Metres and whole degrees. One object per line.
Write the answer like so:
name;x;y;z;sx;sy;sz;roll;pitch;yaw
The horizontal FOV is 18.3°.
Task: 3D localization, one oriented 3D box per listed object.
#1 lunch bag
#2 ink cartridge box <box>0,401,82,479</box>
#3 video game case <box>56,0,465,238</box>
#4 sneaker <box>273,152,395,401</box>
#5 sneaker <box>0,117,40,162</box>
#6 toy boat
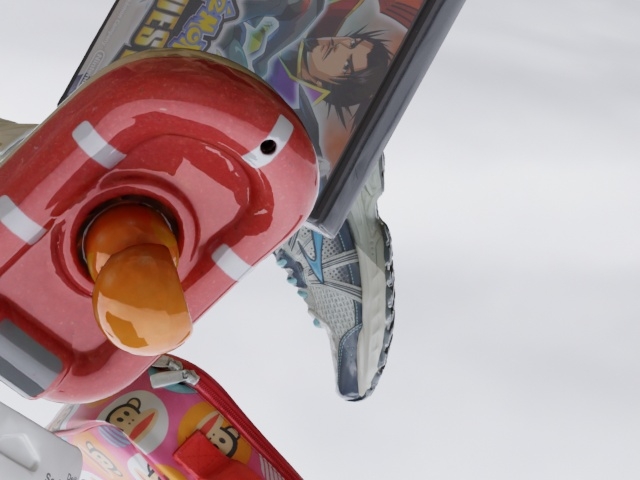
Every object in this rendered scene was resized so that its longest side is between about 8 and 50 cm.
lunch bag;-0.091;0.227;1.677;0.293;0.120;0.258;48;155;-12
ink cartridge box;-0.351;0.176;1.515;0.273;0.114;0.198;2;159;25
video game case;-0.029;-0.168;1.440;0.248;0.274;0.035;25;171;28
sneaker;0.000;0.000;1.708;0.122;0.283;0.110;-4;-174;5
sneaker;-0.339;-0.051;1.663;0.169;0.108;0.292;10;-156;42
toy boat;-0.100;0.008;1.081;0.151;0.231;0.151;41;-169;-32
